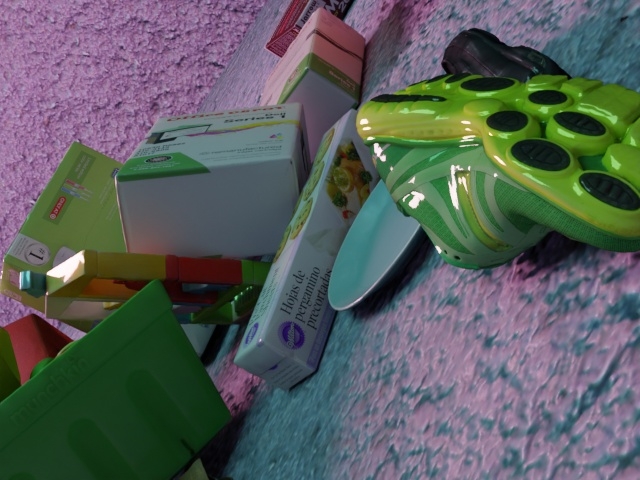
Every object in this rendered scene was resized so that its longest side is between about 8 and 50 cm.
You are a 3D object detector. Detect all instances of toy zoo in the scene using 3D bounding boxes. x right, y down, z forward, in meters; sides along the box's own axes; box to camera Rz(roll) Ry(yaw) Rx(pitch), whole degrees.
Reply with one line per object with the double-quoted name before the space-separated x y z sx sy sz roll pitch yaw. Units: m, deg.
"toy zoo" -0.196 0.058 1.242 0.192 0.293 0.030 -35 55 58

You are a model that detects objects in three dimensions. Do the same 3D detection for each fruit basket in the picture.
"fruit basket" -0.338 0.179 1.124 0.283 0.392 0.392 -50 16 50

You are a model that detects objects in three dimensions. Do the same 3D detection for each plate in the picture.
"plate" 0.068 -0.013 0.998 0.188 0.024 0.188 -52 16 22

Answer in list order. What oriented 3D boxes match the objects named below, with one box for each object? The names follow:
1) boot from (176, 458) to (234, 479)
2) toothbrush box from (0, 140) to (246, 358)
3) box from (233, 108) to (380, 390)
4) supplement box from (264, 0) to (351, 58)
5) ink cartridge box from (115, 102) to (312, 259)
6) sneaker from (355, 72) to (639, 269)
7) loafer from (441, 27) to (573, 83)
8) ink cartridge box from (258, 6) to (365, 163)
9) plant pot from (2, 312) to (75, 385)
"boot" -0.114 0.263 0.899 0.115 0.112 0.305 -53 11 -1
"toothbrush box" -0.260 0.028 1.469 0.122 0.283 0.206 125 169 -60
"box" 0.000 0.000 1.119 0.067 0.063 0.324 -41 22 51
"supplement box" -0.021 -0.413 2.009 0.130 0.073 0.239 -62 14 -7
"ink cartridge box" -0.118 -0.076 1.312 0.278 0.201 0.117 -86 -11 -70
"sneaker" 0.131 -0.039 0.710 0.109 0.123 0.295 -26 23 -18
"loafer" 0.137 -0.120 0.873 0.078 0.076 0.223 -49 19 6
"ink cartridge box" -0.017 -0.215 1.552 0.160 0.093 0.219 -50 17 31
"plant pot" -0.380 0.261 1.429 0.236 0.267 0.267 -47 33 1
